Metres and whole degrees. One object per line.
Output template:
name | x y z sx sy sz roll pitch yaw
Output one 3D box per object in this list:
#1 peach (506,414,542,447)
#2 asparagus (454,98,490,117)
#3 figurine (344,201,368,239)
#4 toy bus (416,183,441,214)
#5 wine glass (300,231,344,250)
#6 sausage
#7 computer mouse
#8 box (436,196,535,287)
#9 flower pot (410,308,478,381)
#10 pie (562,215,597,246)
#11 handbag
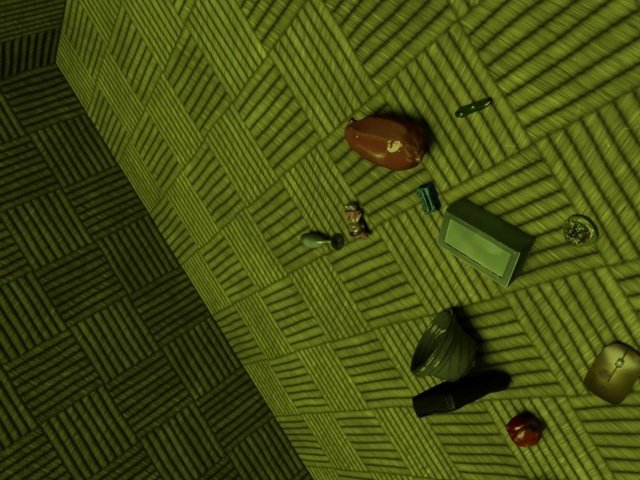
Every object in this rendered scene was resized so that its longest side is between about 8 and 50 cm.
peach | 0.613 0.577 1.772 0.100 0.100 0.101 32 139 33
asparagus | 0.371 -0.320 1.420 0.108 0.021 0.025 -12 111 55
figurine | 0.120 -0.064 1.931 0.072 0.054 0.129 0 110 36
toy bus | 0.305 -0.117 1.655 0.046 0.038 0.083 -4 114 50
wine glass | 0.000 0.000 2.124 0.198 0.066 0.066 4 120 52
sausage | 0.182 -0.271 1.600 0.254 0.148 0.148 28 137 45
computer mouse | 0.730 0.339 1.470 0.102 0.045 0.199 34 140 28
box | 0.430 0.005 1.550 0.225 0.086 0.129 35 141 29
flower pot | 0.387 0.338 1.791 0.140 0.235 0.235 30 143 2
pie | 0.600 -0.020 1.368 0.084 0.021 0.084 31 138 34
handbag | 0.423 0.463 1.796 0.223 0.246 0.080 -42 65 56
